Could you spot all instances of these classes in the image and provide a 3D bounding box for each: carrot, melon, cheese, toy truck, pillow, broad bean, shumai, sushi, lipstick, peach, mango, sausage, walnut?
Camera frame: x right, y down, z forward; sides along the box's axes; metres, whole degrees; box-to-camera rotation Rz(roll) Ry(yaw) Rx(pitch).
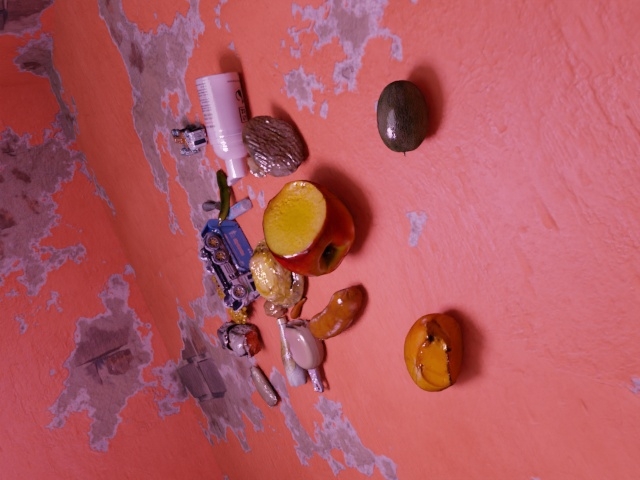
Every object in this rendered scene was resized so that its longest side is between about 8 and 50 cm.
[{"bbox_3d":[-0.083,0.246,1.750,0.035,0.035,0.142,50,136,24],"label":"carrot"},{"bbox_3d":[0.180,-0.267,1.061,0.114,0.114,0.167,15,117,48],"label":"melon"},{"bbox_3d":[-0.046,0.428,1.757,0.163,0.082,0.286,1,110,53],"label":"cheese"},{"bbox_3d":[-0.521,-0.401,1.931,0.178,0.080,0.115,15,125,49],"label":"toy truck"},{"bbox_3d":[-0.260,0.669,2.187,0.208,0.053,0.119,50,145,23],"label":"pillow"},{"bbox_3d":[-0.381,-0.167,1.860,0.069,0.039,0.226,-4,80,28],"label":"broad bean"},{"bbox_3d":[-0.148,-0.275,1.481,0.210,0.161,0.153,36,162,5],"label":"shumai"},{"bbox_3d":[-0.365,0.434,2.133,0.332,0.130,0.124,-1,107,53],"label":"sushi"},{"bbox_3d":[-0.317,-0.119,1.843,0.158,0.048,0.048,-20,92,55],"label":"lipstick"},{"bbox_3d":[-0.041,-0.033,1.370,0.274,0.249,0.245,56,166,30],"label":"peach"},{"bbox_3d":[-0.357,0.089,1.897,0.367,0.175,0.146,62,146,9],"label":"toy truck"},{"bbox_3d":[0.285,0.292,1.220,0.154,0.126,0.252,26,136,28],"label":"mango"},{"bbox_3d":[0.050,0.232,1.511,0.108,0.109,0.270,54,143,18],"label":"sausage"},{"bbox_3d":[-0.175,0.258,1.840,0.096,0.082,0.079,-6,132,52],"label":"walnut"}]

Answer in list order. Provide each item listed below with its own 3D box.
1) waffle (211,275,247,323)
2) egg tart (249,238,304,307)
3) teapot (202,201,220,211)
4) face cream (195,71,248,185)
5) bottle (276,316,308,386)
[{"bbox_3d":[-0.394,0.249,2.074,0.259,0.069,0.293,62,161,4],"label":"waffle"},{"bbox_3d":[-0.171,0.121,1.724,0.279,0.095,0.278,15,113,40],"label":"egg tart"},{"bbox_3d":[-0.455,-0.143,2.019,0.111,0.043,0.042,3,110,47],"label":"teapot"},{"bbox_3d":[-0.307,-0.366,1.620,0.145,0.145,0.369,11,118,50],"label":"face cream"},{"bbox_3d":[-0.116,0.425,1.847,0.083,0.083,0.269,-15,90,54],"label":"bottle"}]
